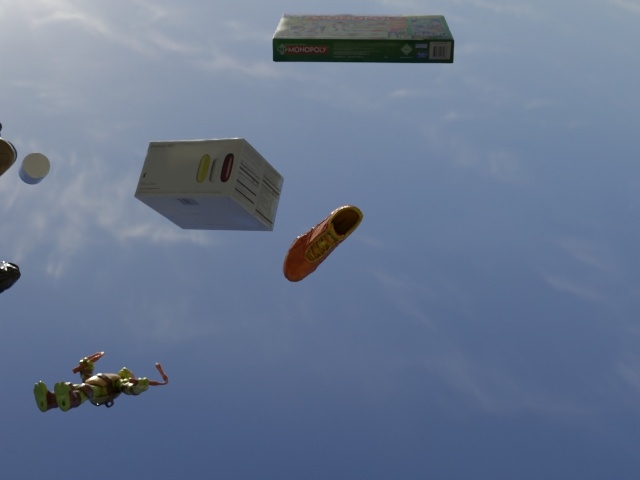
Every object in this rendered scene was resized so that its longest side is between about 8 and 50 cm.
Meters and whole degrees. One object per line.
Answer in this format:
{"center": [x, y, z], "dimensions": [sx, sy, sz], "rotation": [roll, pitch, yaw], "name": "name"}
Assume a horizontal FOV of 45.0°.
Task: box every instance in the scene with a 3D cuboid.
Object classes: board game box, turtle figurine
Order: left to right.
{"center": [-0.459, 0.294, 1.560], "dimensions": [0.270, 0.087, 0.217], "rotation": [8, -171, 36], "name": "turtle figurine"}
{"center": [0.079, -0.379, 1.440], "dimensions": [0.318, 0.046, 0.213], "rotation": [1, -151, 2], "name": "board game box"}

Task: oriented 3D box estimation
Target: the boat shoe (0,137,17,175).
{"center": [-0.800, -0.157, 1.749], "dimensions": [0.102, 0.285, 0.092], "rotation": [59, -165, -12], "name": "boat shoe"}

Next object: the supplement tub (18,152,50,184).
{"center": [-0.750, -0.188, 2.025], "dimensions": [0.071, 0.070, 0.107], "rotation": [3, 172, -27], "name": "supplement tub"}

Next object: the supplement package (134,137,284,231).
{"center": [-0.254, -0.126, 1.794], "dimensions": [0.262, 0.145, 0.204], "rotation": [1, 159, 26], "name": "supplement package"}

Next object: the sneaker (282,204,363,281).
{"center": [0.000, 0.000, 1.325], "dimensions": [0.064, 0.175, 0.067], "rotation": [43, 173, -6], "name": "sneaker"}

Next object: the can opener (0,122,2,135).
{"center": [-0.845, -0.327, 1.756], "dimensions": [0.283, 0.095, 0.076], "rotation": [34, -154, -37], "name": "can opener"}

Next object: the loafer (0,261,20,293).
{"center": [-0.637, 0.071, 1.562], "dimensions": [0.061, 0.062, 0.170], "rotation": [-25, -162, -19], "name": "loafer"}
